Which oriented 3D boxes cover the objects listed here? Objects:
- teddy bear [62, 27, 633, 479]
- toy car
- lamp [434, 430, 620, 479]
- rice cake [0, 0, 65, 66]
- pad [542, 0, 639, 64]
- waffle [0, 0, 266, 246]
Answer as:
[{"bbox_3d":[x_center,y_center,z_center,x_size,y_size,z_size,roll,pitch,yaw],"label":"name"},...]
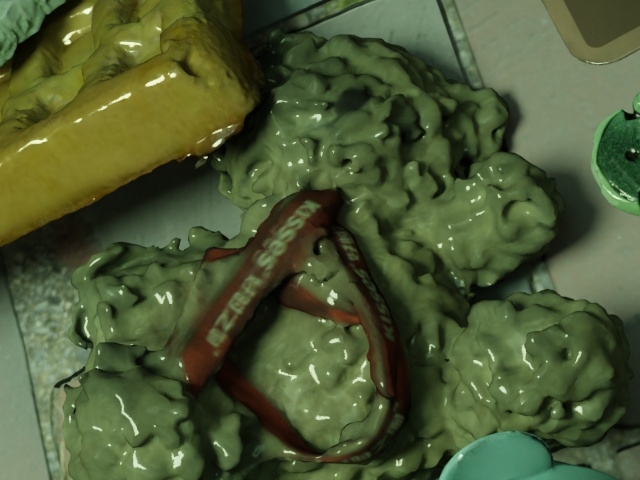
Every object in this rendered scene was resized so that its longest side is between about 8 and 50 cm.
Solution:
[{"bbox_3d":[0.000,0.000,1.069,0.357,0.224,0.367,-9,68,0],"label":"teddy bear"},{"bbox_3d":[0.273,-0.062,1.056,0.186,0.058,0.093,-9,70,7],"label":"toy car"},{"bbox_3d":[0.101,0.246,0.957,0.147,0.209,0.284,35,105,63],"label":"lamp"},{"bbox_3d":[-0.275,-0.178,1.225,0.198,0.037,0.189,2,46,45],"label":"rice cake"},{"bbox_3d":[0.217,-0.268,1.174,0.176,0.002,0.266,-28,65,12],"label":"pad"},{"bbox_3d":[-0.207,-0.105,1.172,0.348,0.077,0.304,-26,32,15],"label":"waffle"}]
